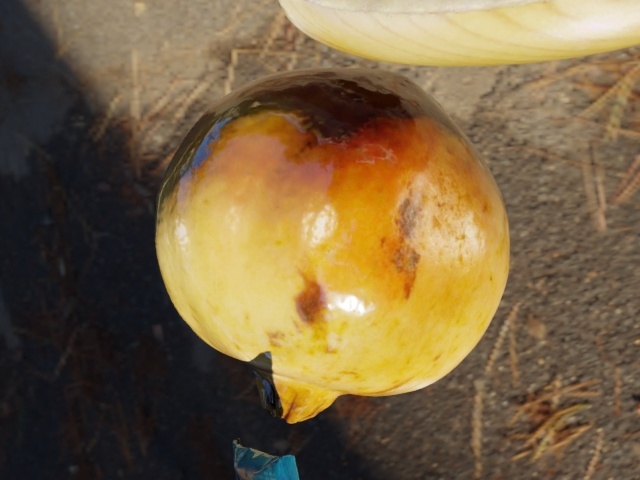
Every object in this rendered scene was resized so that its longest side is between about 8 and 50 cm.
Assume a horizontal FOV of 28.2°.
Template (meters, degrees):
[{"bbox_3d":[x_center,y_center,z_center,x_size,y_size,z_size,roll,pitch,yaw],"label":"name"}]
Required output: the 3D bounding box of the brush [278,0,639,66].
[{"bbox_3d":[0.079,-0.155,0.442,0.267,0.166,0.174,-32,70,21],"label":"brush"}]

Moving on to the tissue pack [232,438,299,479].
[{"bbox_3d":[-0.027,0.155,0.701,0.138,0.028,0.085,161,95,-72],"label":"tissue pack"}]

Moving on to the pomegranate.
[{"bbox_3d":[0.003,-0.005,0.754,0.209,0.209,0.209,8,102,42],"label":"pomegranate"}]
